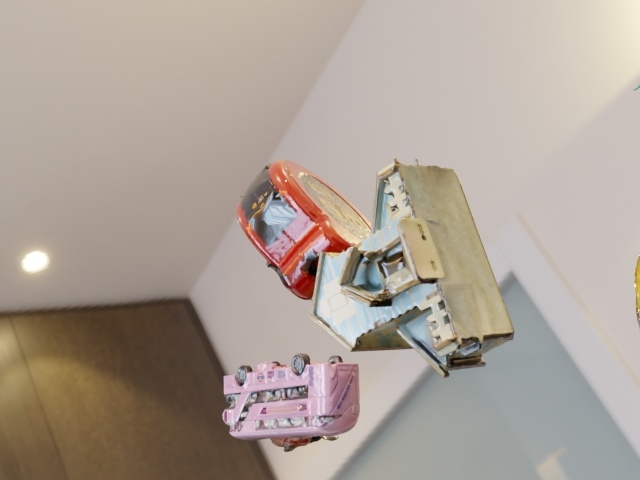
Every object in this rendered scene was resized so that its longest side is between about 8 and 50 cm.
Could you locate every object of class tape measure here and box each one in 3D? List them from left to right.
[{"bbox_3d":[-0.001,0.000,1.529,0.114,0.260,0.253,-48,-35,13],"label":"tape measure"}]

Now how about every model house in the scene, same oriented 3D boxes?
[{"bbox_3d":[0.090,0.056,1.323,0.178,0.271,0.206,-2,-23,-46],"label":"model house"}]

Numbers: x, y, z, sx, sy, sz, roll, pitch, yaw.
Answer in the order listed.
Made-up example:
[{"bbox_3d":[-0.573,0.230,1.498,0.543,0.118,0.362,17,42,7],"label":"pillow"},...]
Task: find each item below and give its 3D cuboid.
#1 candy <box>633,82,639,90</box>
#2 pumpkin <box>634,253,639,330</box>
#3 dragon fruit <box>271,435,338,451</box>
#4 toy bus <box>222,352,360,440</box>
[{"bbox_3d":[0.419,-0.222,1.256,0.123,0.035,0.035,-43,-13,21],"label":"candy"},{"bbox_3d":[0.535,0.081,1.497,0.312,0.169,0.148,-37,-50,-13],"label":"pumpkin"},{"bbox_3d":[-0.044,0.256,1.613,0.121,0.130,0.142,-14,-61,-17],"label":"dragon fruit"},{"bbox_3d":[-0.036,0.177,1.185,0.063,0.090,0.203,7,-14,-37],"label":"toy bus"}]
